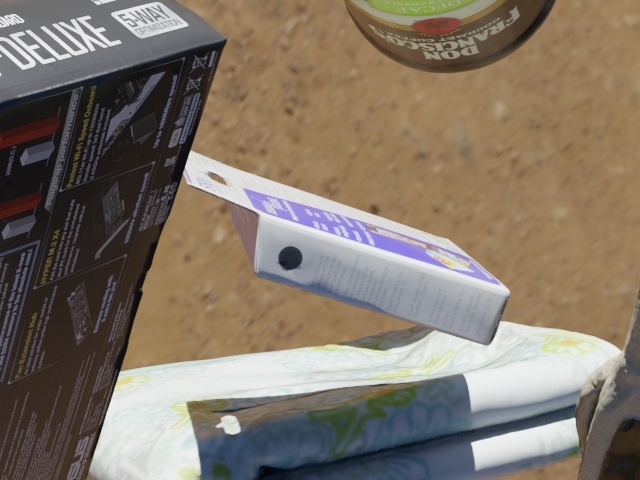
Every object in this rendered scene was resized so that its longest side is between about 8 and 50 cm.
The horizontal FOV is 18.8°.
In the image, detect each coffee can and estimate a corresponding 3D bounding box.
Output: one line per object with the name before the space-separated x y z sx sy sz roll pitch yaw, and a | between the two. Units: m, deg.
coffee can | 0.087 -0.274 1.596 0.201 0.275 0.201 -3 77 12

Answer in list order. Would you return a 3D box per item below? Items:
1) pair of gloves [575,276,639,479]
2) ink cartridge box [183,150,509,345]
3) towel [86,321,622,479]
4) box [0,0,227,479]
pair of gloves | 0.264 0.098 1.078 0.240 0.204 0.042 6 43 -14
ink cartridge box | 0.000 0.000 1.234 0.208 0.206 0.045 20 96 -9
towel | 0.004 0.130 1.431 0.374 0.320 0.090 -11 95 -22
box | -0.188 0.033 0.944 0.076 0.307 0.242 37 36 25
